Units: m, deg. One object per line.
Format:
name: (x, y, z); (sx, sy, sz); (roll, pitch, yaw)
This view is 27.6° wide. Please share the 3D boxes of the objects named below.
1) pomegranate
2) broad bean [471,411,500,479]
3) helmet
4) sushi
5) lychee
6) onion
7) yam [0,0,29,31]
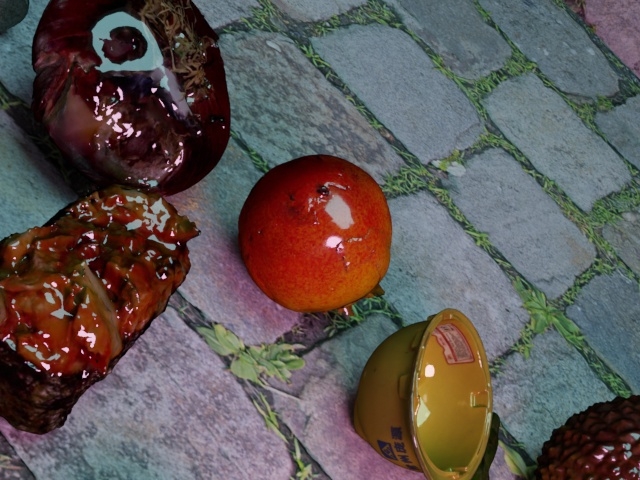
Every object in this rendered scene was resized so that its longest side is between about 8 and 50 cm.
pomegranate: (0.000, 0.000, 1.704); (0.210, 0.210, 0.235); (-95, 158, -45)
broad bean: (0.211, 0.302, 1.707); (0.061, 0.046, 0.195); (35, 38, -30)
helmet: (0.113, 0.206, 1.640); (0.205, 0.140, 0.257); (63, 36, -27)
sushi: (-0.276, 0.056, 1.392); (0.196, 0.182, 0.343); (35, 31, 2)
lychee: (0.427, 0.320, 1.718); (0.267, 0.267, 0.267); (26, 37, -22)
onion: (-0.247, -0.195, 1.673); (0.314, 0.232, 0.314); (28, 53, -46)
yam: (-0.450, -0.395, 1.790); (0.106, 0.106, 0.259); (18, 43, -31)
